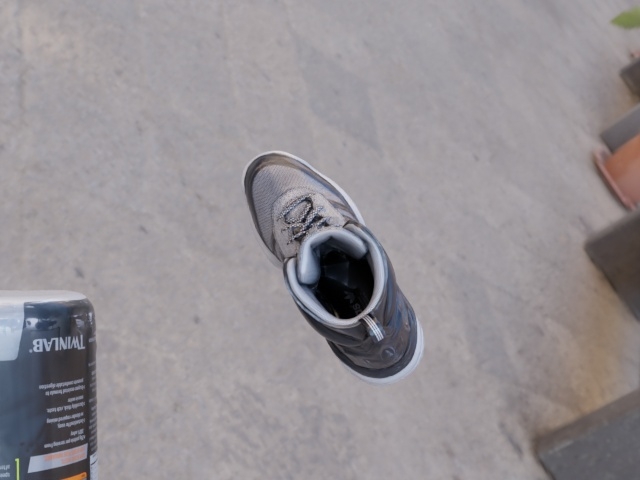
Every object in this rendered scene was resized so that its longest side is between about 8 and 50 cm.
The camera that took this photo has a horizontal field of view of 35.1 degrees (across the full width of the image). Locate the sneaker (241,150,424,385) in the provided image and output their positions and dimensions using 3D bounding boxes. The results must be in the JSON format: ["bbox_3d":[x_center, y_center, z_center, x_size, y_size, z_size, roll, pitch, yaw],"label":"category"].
[{"bbox_3d":[0.000,0.000,0.922,0.268,0.101,0.153,56,-2,24],"label":"sneaker"}]

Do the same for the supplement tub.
[{"bbox_3d":[-0.301,0.215,0.896,0.207,0.207,0.338,1,88,-56],"label":"supplement tub"}]
